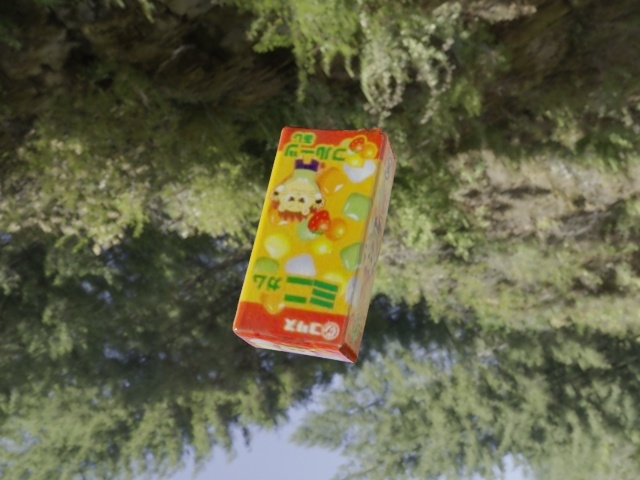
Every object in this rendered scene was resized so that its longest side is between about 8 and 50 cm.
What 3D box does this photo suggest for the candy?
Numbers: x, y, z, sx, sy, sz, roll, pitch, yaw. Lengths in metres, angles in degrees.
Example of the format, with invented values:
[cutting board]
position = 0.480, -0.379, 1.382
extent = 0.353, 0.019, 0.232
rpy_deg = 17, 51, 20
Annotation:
[candy]
position = 0.000, 0.000, 0.482
extent = 0.038, 0.062, 0.121
rpy_deg = 50, -130, -64
